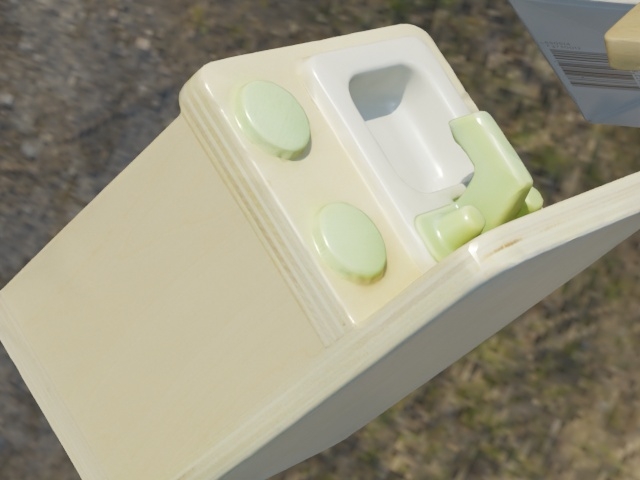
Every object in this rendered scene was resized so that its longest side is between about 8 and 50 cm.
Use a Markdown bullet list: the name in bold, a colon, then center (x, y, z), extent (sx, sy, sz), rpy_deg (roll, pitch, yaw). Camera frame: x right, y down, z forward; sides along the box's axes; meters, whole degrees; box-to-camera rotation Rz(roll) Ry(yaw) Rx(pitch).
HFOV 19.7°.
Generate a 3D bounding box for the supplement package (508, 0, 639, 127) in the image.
- **supplement package**: center (0.235, -0.220, 0.998), extent (0.177, 0.175, 0.293), rpy_deg (42, 61, -59)

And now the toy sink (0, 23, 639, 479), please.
- **toy sink**: center (0.000, 0.000, 0.753), extent (0.153, 0.234, 0.131), rpy_deg (-20, 75, -50)

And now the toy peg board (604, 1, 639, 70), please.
- **toy peg board**: center (0.228, -0.079, 0.752), extent (0.160, 0.161, 0.079), rpy_deg (-41, 126, -40)
